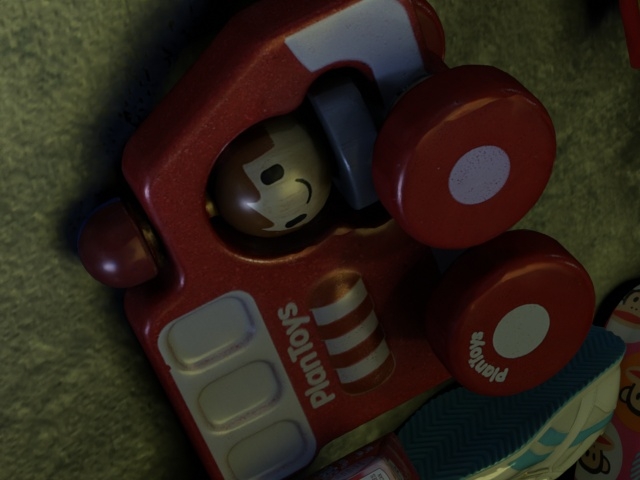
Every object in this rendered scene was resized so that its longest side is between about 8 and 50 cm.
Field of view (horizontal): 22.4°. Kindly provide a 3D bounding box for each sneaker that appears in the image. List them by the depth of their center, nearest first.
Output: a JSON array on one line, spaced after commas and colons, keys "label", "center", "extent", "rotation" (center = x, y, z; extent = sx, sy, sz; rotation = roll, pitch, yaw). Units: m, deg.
[{"label": "sneaker", "center": [0.144, 0.149, 1.210], "extent": [0.228, 0.087, 0.092], "rotation": [-26, 130, -32]}]

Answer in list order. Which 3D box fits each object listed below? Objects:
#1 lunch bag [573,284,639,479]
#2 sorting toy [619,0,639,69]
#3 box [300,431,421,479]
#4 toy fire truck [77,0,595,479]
[{"label": "lunch bag", "center": [0.343, 0.121, 1.381], "extent": [0.293, 0.120, 0.258], "rotation": [-9, 113, -44]}, {"label": "sorting toy", "center": [0.285, -0.257, 1.108], "extent": [0.255, 0.089, 0.257], "rotation": [-46, 133, -31]}, {"label": "box", "center": [0.051, 0.266, 1.025], "extent": [0.128, 0.257, 0.122], "rotation": [-30, 179, 5]}, {"label": "toy fire truck", "center": [0.000, 0.000, 0.942], "extent": [0.254, 0.169, 0.302], "rotation": [-29, 131, -8]}]
